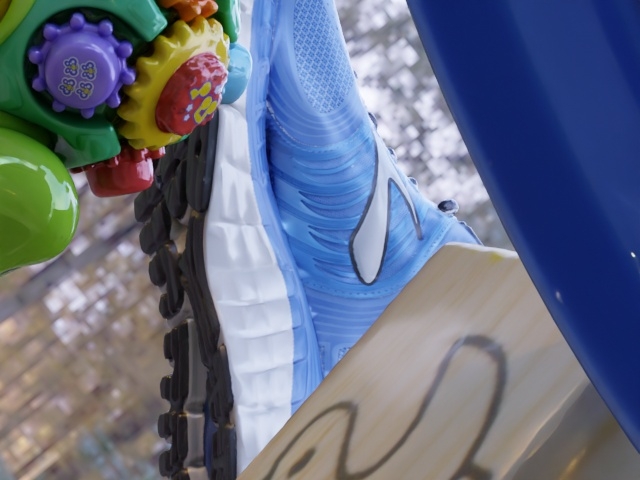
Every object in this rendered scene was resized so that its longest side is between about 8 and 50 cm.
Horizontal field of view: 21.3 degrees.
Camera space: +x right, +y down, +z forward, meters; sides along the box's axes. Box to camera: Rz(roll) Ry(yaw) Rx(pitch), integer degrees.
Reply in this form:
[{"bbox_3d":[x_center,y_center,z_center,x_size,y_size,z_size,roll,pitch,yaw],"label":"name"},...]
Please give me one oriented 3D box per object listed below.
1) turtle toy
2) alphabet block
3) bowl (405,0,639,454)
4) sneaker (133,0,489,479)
[{"bbox_3d":[-0.066,-0.044,0.471,0.066,0.130,0.095,36,-19,23],"label":"turtle toy"},{"bbox_3d":[0.070,0.138,0.521,0.193,0.197,0.192,44,-8,-15],"label":"alphabet block"},{"bbox_3d":[0.120,-0.067,0.241,0.391,0.077,0.391,53,-23,34],"label":"bowl"},{"bbox_3d":[0.000,0.000,0.794,0.130,0.147,0.330,141,-52,-59],"label":"sneaker"}]
